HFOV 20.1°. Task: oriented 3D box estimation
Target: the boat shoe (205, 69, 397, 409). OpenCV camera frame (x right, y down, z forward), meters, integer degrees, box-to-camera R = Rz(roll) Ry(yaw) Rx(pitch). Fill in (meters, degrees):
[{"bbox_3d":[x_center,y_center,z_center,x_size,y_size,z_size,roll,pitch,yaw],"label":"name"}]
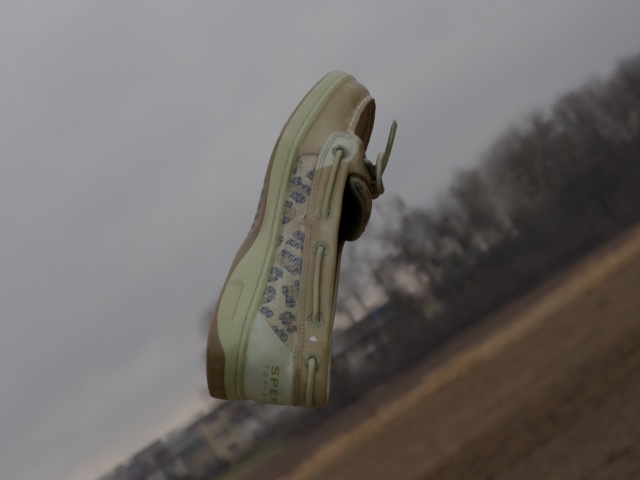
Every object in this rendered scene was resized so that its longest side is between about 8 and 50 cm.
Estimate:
[{"bbox_3d":[0.000,0.000,1.289,0.105,0.089,0.285,83,-158,-55],"label":"boat shoe"}]
